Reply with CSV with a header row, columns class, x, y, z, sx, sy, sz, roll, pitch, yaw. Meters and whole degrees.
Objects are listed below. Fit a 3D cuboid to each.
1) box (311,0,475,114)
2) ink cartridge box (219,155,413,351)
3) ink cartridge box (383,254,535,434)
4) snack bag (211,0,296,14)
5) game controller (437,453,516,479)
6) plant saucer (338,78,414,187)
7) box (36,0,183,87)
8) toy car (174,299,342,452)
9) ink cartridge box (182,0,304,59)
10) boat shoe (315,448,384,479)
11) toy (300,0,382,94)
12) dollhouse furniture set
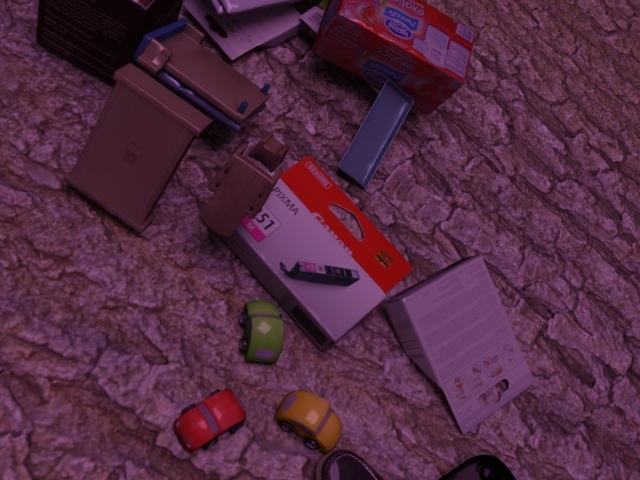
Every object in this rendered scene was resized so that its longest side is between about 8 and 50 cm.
class,x,y,z,sx,sy,sz,roll,pitch,yaw
box,0.130,-0.352,1.339,0.257,0.122,0.128,24,61,-16
ink cartridge box,0.000,0.000,1.193,0.275,0.060,0.239,48,57,7
ink cartridge box,0.227,0.164,1.218,0.189,0.066,0.232,-25,96,-32
snack bag,-0.111,-0.563,1.377,0.342,0.037,0.323,-24,79,-35
game controller,0.263,0.465,1.043,0.166,0.067,0.319,-23,73,-32
plant saucer,0.096,-0.187,1.320,0.067,0.018,0.192,36,74,-22
box,-0.320,-0.379,1.177,0.167,0.203,0.168,30,55,-5
toy car,-0.080,0.181,1.060,0.239,0.053,0.225,7,61,-20
ink cartridge box,-0.139,-0.405,1.375,0.179,0.045,0.145,-37,82,-25
boat shoe,0.099,0.396,0.994,0.103,0.092,0.285,-23,73,-30
toy,0.078,-0.356,1.424,0.237,0.056,0.137,47,57,-1
dollhouse furniture set,-0.189,-0.157,1.172,0.286,0.198,0.303,35,31,-4
